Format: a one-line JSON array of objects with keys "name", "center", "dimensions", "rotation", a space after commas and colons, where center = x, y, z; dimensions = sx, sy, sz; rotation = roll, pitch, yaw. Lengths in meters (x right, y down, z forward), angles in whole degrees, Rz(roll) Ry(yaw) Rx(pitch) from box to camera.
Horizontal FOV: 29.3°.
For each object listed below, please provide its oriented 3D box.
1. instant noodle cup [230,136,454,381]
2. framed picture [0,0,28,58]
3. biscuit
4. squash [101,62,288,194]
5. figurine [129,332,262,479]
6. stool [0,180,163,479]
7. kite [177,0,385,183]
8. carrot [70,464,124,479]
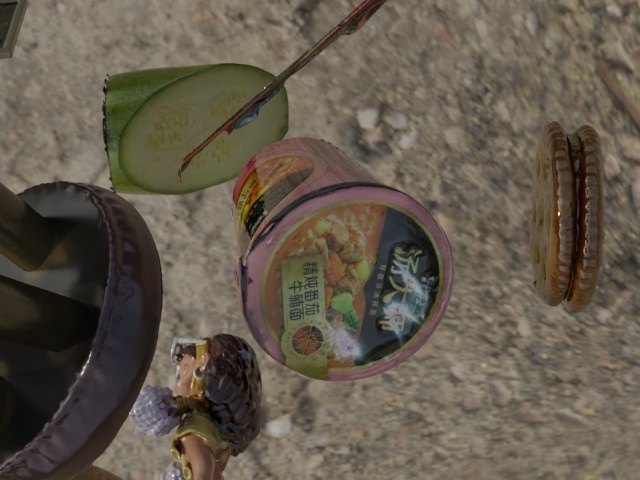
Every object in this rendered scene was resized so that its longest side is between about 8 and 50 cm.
[{"name": "instant noodle cup", "center": [0.000, 0.000, 1.391], "dimensions": [0.244, 0.244, 0.255], "rotation": [-49, 27, 8]}, {"name": "framed picture", "center": [-0.590, -0.350, 2.041], "dimensions": [0.184, 0.250, 0.016], "rotation": [-4, 121, -3]}, {"name": "biscuit", "center": [0.279, -0.027, 1.400], "dimensions": [0.066, 0.220, 0.221], "rotation": [3, 83, 4]}, {"name": "squash", "center": [-0.174, -0.160, 1.763], "dimensions": [0.260, 0.189, 0.189], "rotation": [-1, 82, -2]}, {"name": "figurine", "center": [-0.127, 0.203, 1.354], "dimensions": [0.115, 0.175, 0.240], "rotation": [-1, 40, 13]}, {"name": "stool", "center": [-0.277, 0.059, 0.994], "dimensions": [0.272, 0.178, 0.272], "rotation": [-19, 60, 36]}, {"name": "kite", "center": [0.014, -0.136, 0.806], "dimensions": [0.234, 0.321, 0.016], "rotation": [-36, 99, 33]}, {"name": "carrot", "center": [-0.302, 0.325, 1.628], "dimensions": [0.059, 0.248, 0.059], "rotation": [-6, 63, 12]}]
